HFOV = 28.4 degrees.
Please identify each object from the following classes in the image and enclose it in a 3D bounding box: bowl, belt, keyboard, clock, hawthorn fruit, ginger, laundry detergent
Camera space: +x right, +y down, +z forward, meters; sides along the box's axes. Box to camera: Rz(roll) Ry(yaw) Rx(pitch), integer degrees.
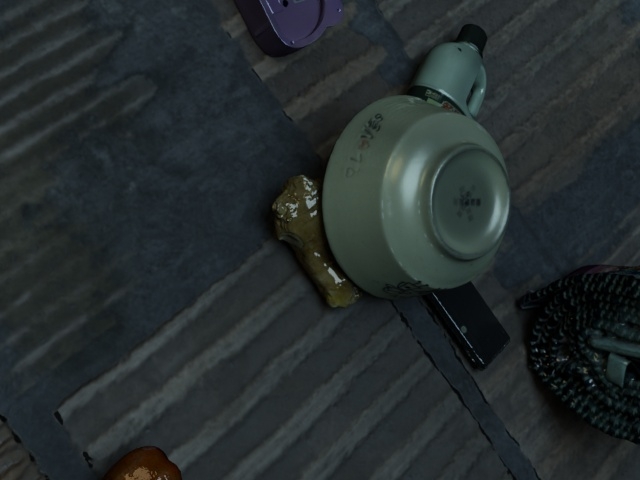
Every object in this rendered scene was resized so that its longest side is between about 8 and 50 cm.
[{"bbox_3d":[0.126,-0.045,1.422,0.237,0.126,0.238,-4,96,-37],"label":"bowl"},{"bbox_3d":[0.401,0.133,1.529,0.160,0.295,0.207,-4,96,-38],"label":"belt"},{"bbox_3d":[0.148,0.050,1.540,0.072,0.023,0.231,-41,99,-39],"label":"keyboard"},{"bbox_3d":[-0.047,-0.298,1.503,0.110,0.050,0.153,-28,92,-33],"label":"clock"},{"bbox_3d":[-0.184,0.254,1.257,0.093,0.081,0.081,-29,92,-32],"label":"hawthorn fruit"},{"bbox_3d":[0.005,-0.005,1.449,0.096,0.067,0.165,-43,114,-37],"label":"ginger"},{"bbox_3d":[0.156,-0.178,1.578,0.099,0.070,0.226,36,61,-18],"label":"laundry detergent"}]
